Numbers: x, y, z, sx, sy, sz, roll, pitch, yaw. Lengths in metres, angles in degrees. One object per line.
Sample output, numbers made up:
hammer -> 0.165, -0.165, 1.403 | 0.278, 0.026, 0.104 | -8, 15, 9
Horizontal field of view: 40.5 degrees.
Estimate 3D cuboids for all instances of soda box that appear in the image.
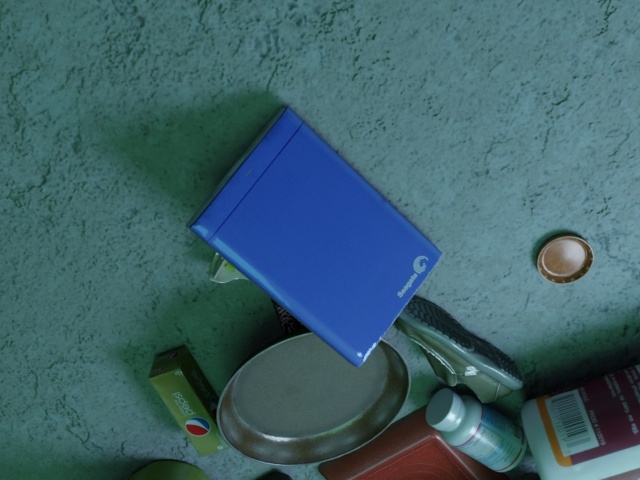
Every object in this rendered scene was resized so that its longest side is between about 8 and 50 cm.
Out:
soda box -> -0.208, 0.262, 1.412 | 0.058, 0.061, 0.181 | -21, 117, 13

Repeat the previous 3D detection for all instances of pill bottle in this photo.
pill bottle -> 0.528, 0.294, 1.325 | 0.392, 0.224, 0.224 | -21, 118, 13
pill bottle -> 0.251, 0.306, 1.410 | 0.160, 0.087, 0.087 | 34, 115, -20

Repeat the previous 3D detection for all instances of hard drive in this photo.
hard drive -> 0.000, 0.000, 1.212 | 0.318, 0.040, 0.210 | 41, 80, -20

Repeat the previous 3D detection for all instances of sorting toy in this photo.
sorting toy -> -0.116, 0.027, 1.289 | 0.075, 0.045, 0.083 | 22, 118, -19

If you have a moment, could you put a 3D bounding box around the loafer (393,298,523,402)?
loafer -> 0.201, 0.181, 1.339 | 0.251, 0.094, 0.087 | 35, 111, -18

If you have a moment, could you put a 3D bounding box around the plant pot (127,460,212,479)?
plant pot -> -0.266, 0.522, 1.453 | 0.275, 0.254, 0.276 | 0, 119, 1

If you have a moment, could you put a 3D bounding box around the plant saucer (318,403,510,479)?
plant saucer -> 0.171, 0.430, 1.511 | 0.258, 0.048, 0.259 | -33, 115, 19

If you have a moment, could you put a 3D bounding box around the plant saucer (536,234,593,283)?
plant saucer -> 0.364, 0.027, 1.293 | 0.083, 0.013, 0.084 | 0, 121, 0

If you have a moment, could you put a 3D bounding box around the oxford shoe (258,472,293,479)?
oxford shoe -> -0.105, 0.488, 1.549 | 0.076, 0.076, 0.212 | 18, 121, -44

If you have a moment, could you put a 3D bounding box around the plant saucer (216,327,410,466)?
plant saucer -> -0.013, 0.239, 1.364 | 0.310, 0.050, 0.311 | -9, 130, -11

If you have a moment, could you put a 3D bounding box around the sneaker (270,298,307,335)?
sneaker -> -0.048, 0.118, 1.329 | 0.047, 0.057, 0.119 | -15, 118, 13
